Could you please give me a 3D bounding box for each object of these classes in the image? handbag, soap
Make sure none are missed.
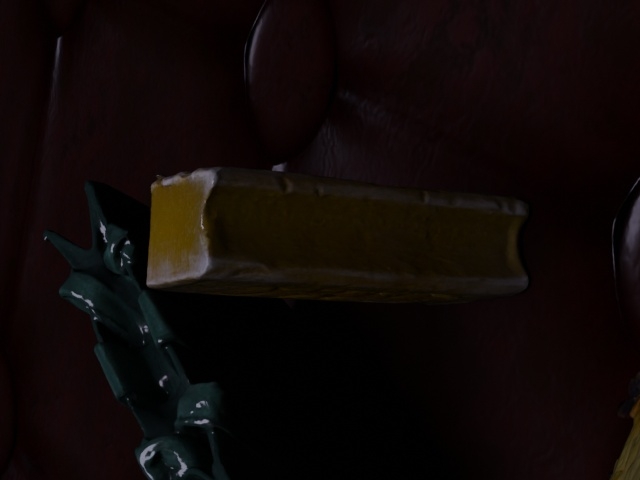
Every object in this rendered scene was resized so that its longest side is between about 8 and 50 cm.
[{"bbox_3d":[-0.055,0.115,1.180,0.089,0.238,0.326,-41,45,11],"label":"handbag"},{"bbox_3d":[0.000,0.000,1.097,0.140,0.232,0.073,-12,76,57],"label":"soap"}]

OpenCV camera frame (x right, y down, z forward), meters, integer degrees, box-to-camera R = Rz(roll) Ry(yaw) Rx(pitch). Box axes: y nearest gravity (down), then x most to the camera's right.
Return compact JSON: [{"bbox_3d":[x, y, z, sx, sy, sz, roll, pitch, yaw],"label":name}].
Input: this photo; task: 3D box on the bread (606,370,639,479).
[{"bbox_3d":[0.241,0.071,0.667,0.242,0.346,0.405,30,150,12],"label":"bread"}]
